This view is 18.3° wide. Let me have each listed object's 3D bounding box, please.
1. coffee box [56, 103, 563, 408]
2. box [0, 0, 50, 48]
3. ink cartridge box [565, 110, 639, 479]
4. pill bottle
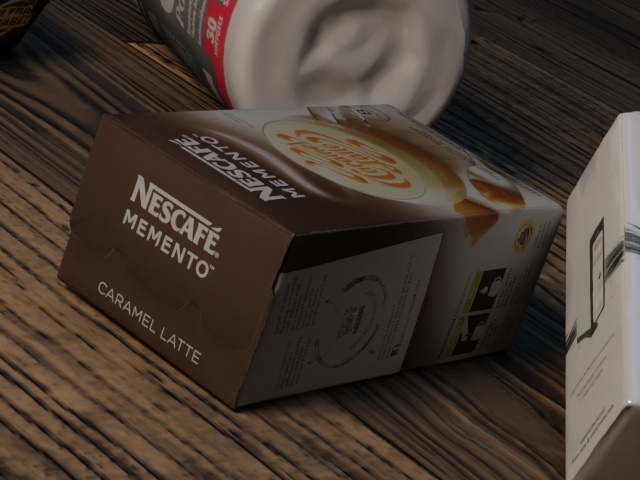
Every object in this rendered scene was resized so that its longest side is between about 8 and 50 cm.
[{"bbox_3d":[0.000,0.000,1.075,0.141,0.098,0.246,32,23,31],"label":"coffee box"},{"bbox_3d":[-0.358,-0.233,1.282,0.295,0.073,0.293,47,28,14],"label":"box"},{"bbox_3d":[0.211,0.045,1.047,0.148,0.086,0.203,16,47,-9],"label":"ink cartridge box"},{"bbox_3d":[-0.037,-0.189,1.434,0.176,0.176,0.318,8,22,-29],"label":"pill bottle"}]
